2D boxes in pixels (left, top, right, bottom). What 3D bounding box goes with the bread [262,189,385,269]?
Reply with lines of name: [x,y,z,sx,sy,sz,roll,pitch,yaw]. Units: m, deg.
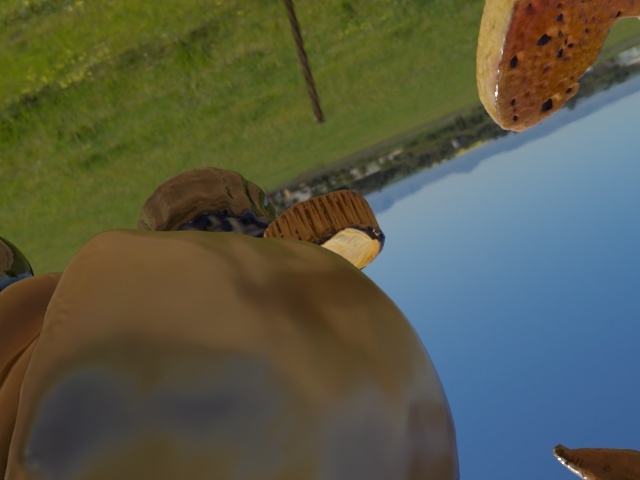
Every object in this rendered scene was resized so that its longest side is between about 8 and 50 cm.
bread: [0.000,0.000,1.368,0.199,0.104,0.199,-20,154,-10]

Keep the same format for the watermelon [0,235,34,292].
watermelon: [-0.288,0.042,0.647,0.133,0.105,0.105,-1,170,-28]

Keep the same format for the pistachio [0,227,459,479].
pistachio: [-0.062,0.170,0.476,0.281,0.365,0.446,-22,-154,18]

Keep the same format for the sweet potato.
sweet potato: [0.500,0.381,1.199,0.112,0.359,0.112,-51,157,-32]

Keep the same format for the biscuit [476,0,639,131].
biscuit: [0.264,-0.235,0.770,0.277,0.052,0.262,-24,145,-15]

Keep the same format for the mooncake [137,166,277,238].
mooncake: [-0.214,0.010,1.687,0.290,0.290,0.161,-23,-144,-2]
